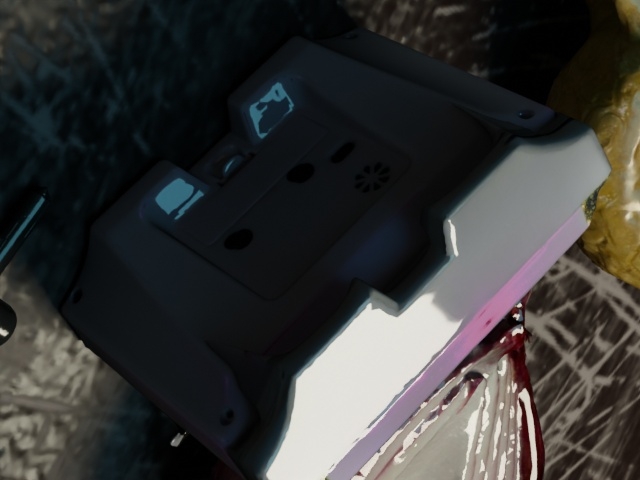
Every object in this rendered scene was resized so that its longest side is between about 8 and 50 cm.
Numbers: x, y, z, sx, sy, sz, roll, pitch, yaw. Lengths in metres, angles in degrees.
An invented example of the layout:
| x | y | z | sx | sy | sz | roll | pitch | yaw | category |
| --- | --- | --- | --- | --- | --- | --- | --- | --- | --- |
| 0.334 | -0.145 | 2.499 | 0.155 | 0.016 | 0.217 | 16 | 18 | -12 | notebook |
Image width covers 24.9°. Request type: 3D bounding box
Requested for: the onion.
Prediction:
| x | y | z | sx | sy | sz | roll | pitch | yaw | category |
| --- | --- | --- | --- | --- | --- | --- | --- | --- | --- |
| 0.036 | 0.128 | 0.875 | 0.227 | 0.120 | 0.284 | 22 | 99 | -42 | onion |

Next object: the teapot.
| x | y | z | sx | sy | sz | roll | pitch | yaw | category |
| --- | --- | --- | --- | --- | --- | --- | --- | --- | --- |
| 0.230 | -0.083 | 0.923 | 0.203 | 0.167 | 0.311 | -34 | 112 | 8 | teapot |

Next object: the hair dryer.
| x | y | z | sx | sy | sz | roll | pitch | yaw | category |
| --- | --- | --- | --- | --- | --- | --- | --- | --- | --- |
| -0.160 | 0.009 | 0.724 | 0.047 | 0.026 | 0.083 | 42 | 74 | -46 | hair dryer |

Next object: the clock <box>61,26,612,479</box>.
| x | y | z | sx | sy | sz | roll | pitch | yaw | category |
| --- | --- | --- | --- | --- | --- | --- | --- | --- | --- |
| 0.000 | 0.000 | 0.739 | 0.253 | 0.186 | 0.083 | -45 | 135 | -14 | clock |
